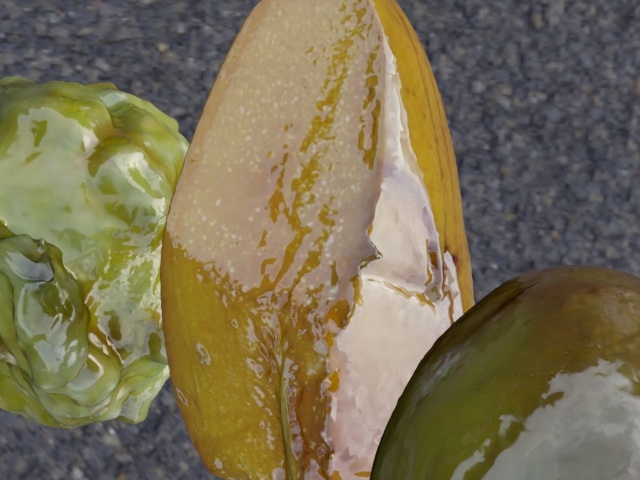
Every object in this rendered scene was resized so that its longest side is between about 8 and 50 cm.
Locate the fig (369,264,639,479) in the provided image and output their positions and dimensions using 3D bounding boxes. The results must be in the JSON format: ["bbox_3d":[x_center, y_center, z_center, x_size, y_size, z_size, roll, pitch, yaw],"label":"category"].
[{"bbox_3d":[0.067,0.108,0.521,0.274,0.145,0.170,-21,70,-35],"label":"fig"}]

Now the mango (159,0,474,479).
[{"bbox_3d":[0.000,0.000,0.870,0.201,0.199,0.350,1,88,-9],"label":"mango"}]

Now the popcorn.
[{"bbox_3d":[-0.206,0.009,1.119,0.274,0.335,0.279,41,56,1],"label":"popcorn"}]
